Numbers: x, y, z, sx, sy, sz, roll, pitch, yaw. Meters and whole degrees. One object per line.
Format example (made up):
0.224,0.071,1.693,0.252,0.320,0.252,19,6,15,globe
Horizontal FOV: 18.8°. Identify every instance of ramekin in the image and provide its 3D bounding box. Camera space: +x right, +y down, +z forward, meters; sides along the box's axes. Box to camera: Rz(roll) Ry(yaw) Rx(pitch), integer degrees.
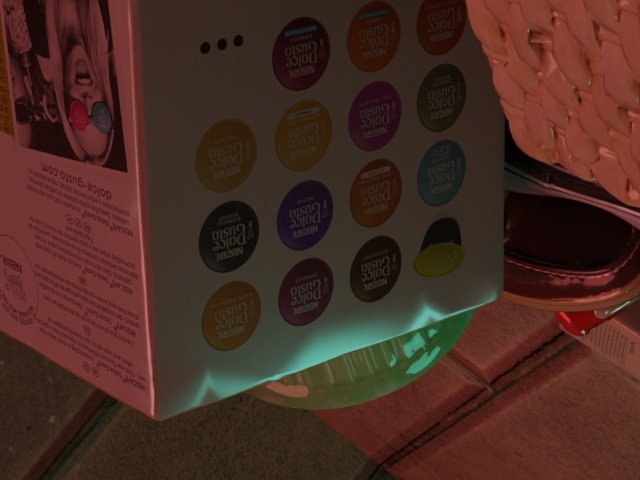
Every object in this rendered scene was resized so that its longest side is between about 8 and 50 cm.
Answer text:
0.000,0.000,1.898,0.303,0.303,0.148,29,155,32,ramekin

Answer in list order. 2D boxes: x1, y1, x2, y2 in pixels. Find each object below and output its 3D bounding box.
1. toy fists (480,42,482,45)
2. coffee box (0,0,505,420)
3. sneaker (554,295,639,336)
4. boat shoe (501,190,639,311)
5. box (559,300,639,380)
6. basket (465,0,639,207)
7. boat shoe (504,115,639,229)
0.163,-0.213,1.177,0.096,0.142,0.279,21,161,14,toy fists
-0.092,-0.107,1.461,0.338,0.337,0.334,22,120,47,coffee box
0.183,-0.009,1.706,0.107,0.118,0.279,48,180,-34,sneaker
0.130,-0.040,1.615,0.342,0.123,0.123,26,172,42,boat shoe
0.352,0.100,1.735,0.275,0.094,0.113,34,164,16,box
0.250,-0.155,0.901,0.328,0.266,0.331,29,164,28,basket
0.215,-0.092,1.497,0.335,0.121,0.119,23,153,16,boat shoe
